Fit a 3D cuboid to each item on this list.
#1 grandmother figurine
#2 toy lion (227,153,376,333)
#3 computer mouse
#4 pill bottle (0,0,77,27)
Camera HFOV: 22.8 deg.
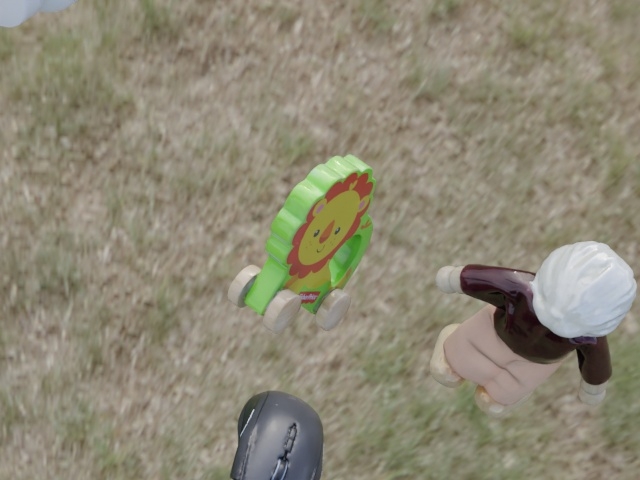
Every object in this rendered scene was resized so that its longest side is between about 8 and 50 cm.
[{"bbox_3d":[0.209,0.083,1.581,0.208,0.342,0.104,26,67,-7],"label":"grandmother figurine"},{"bbox_3d":[0.000,0.000,0.824,0.034,0.100,0.096,36,102,22],"label":"toy lion"},{"bbox_3d":[-0.011,0.250,1.668,0.184,0.060,0.262,29,30,-4],"label":"computer mouse"},{"bbox_3d":[-0.256,-0.304,1.585,0.121,0.121,0.216,42,53,3],"label":"pill bottle"}]
